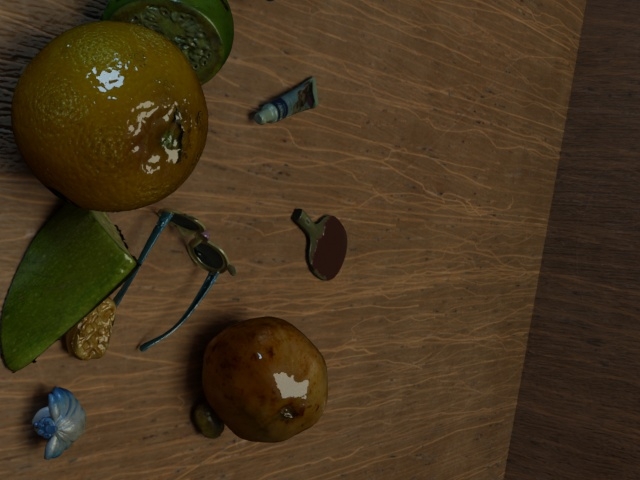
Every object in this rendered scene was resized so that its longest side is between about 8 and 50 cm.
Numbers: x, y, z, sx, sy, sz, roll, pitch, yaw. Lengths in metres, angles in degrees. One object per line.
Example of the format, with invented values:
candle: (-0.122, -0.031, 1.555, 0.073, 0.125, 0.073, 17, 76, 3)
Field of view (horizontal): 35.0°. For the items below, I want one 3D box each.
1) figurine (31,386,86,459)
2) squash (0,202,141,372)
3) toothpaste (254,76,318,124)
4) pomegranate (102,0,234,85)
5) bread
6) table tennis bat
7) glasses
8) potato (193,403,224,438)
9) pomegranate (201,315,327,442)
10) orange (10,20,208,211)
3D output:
figurine: (-0.399, 0.276, 1.558, 0.114, 0.079, 0.114, 177, -90, -88)
squash: (-0.411, 0.053, 1.507, 0.252, 0.169, 0.093, -41, 140, 4)
toothpaste: (-0.061, -0.260, 1.931, 0.216, 0.037, 0.062, -35, 127, -53)
pomegranate: (-0.233, -0.350, 1.512, 0.241, 0.190, 0.159, 61, 23, -43)
bread: (-0.360, 0.134, 1.586, 0.083, 0.044, 0.110, 8, 96, -56)
table tennis bat: (0.000, 0.000, 2.121, 0.234, 0.022, 0.131, 47, 61, -53)
glasses: (-0.271, 0.059, 1.710, 0.220, 0.088, 0.189, -45, 139, -12)
potato: (-0.207, 0.340, 1.887, 0.092, 0.045, 0.046, 67, 10, -45)
pomegranate: (-0.103, 0.255, 1.858, 0.248, 0.248, 0.248, -24, 119, -52)
orange: (-0.284, -0.169, 1.395, 0.274, 0.274, 0.274, -24, 119, -52)
